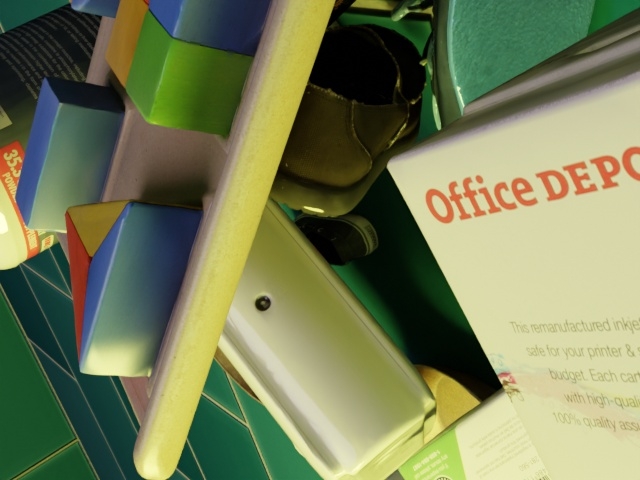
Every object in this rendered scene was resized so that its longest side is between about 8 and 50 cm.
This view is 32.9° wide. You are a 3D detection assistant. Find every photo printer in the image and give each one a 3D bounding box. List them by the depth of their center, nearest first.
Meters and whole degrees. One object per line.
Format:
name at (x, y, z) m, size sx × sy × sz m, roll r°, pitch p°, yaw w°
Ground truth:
photo printer at (-0.037, 0.056, 0.880) m, size 0.307 × 0.107 × 0.256 m, roll 50°, pitch 174°, yaw 16°

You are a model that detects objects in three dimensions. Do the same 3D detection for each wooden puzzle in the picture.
wooden puzzle at (-0.112, -0.086, 0.653) m, size 0.348 × 0.080 × 0.322 m, roll 56°, pitch 131°, yaw 54°

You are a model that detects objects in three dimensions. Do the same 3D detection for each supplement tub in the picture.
supplement tub at (-0.231, -0.113, 1.005) m, size 0.191 × 0.272 × 0.191 m, roll 44°, pitch 152°, yaw 30°

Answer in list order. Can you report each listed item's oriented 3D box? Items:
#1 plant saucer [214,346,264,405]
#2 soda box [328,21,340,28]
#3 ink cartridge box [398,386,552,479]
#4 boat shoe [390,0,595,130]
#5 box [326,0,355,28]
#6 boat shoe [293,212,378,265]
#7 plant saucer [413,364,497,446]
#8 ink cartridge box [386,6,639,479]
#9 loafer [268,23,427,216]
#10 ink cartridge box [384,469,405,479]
plant saucer at (-0.100, 0.052, 1.225) m, size 0.310 × 0.050 × 0.310 m, roll 44°, pitch 153°, yaw 30°
soda box at (-0.084, -0.198, 0.846) m, size 0.286 × 0.091 × 0.098 m, roll 55°, pitch 156°, yaw 7°
ink cartridge box at (0.183, 0.201, 0.759) m, size 0.219 × 0.092 × 0.160 m, roll 53°, pitch 138°, yaw 10°
boat shoe at (0.087, -0.103, 0.611) m, size 0.089 × 0.109 × 0.258 m, roll -125°, pitch 27°, yaw -46°
box at (-0.002, -0.223, 0.616) m, size 0.220 × 0.051 × 0.175 m, roll 152°, pitch 116°, yaw -66°
boat shoe at (0.000, 0.000, 0.981) m, size 0.142 × 0.040 × 0.049 m, roll -3°, pitch 116°, yaw 63°
plant saucer at (0.140, 0.184, 0.935) m, size 0.198 × 0.036 × 0.198 m, roll 43°, pitch 151°, yaw 30°
ink cartridge box at (0.201, 0.026, 0.433) m, size 0.270 × 0.197 × 0.198 m, roll 61°, pitch 156°, yaw -7°
loafer at (0.026, -0.090, 0.644) m, size 0.080 × 0.220 × 0.078 m, roll 21°, pitch 121°, yaw 2°
ink cartridge box at (0.075, 0.258, 1.114) m, size 0.150 × 0.063 × 0.109 m, roll 16°, pitch 133°, yaw 57°
